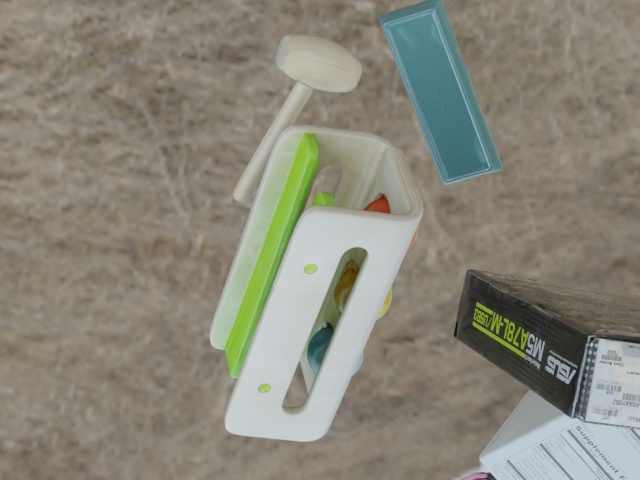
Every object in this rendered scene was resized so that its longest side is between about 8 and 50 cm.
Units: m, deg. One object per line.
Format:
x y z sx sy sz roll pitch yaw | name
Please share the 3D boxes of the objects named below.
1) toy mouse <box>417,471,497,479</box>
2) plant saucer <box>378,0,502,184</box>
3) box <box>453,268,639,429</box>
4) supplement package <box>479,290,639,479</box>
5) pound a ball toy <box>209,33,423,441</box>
0.151 0.264 1.388 0.143 0.161 0.031 34 -155 35 | toy mouse
0.119 -0.144 1.468 0.067 0.018 0.192 -15 113 21 | plant saucer
0.180 0.058 0.712 0.191 0.045 0.184 8 -177 -13 | box
0.314 0.149 1.214 0.198 0.199 0.263 47 141 -2 | supplement package
0.000 0.000 1.342 0.136 0.208 0.319 7 128 -19 | pound a ball toy
